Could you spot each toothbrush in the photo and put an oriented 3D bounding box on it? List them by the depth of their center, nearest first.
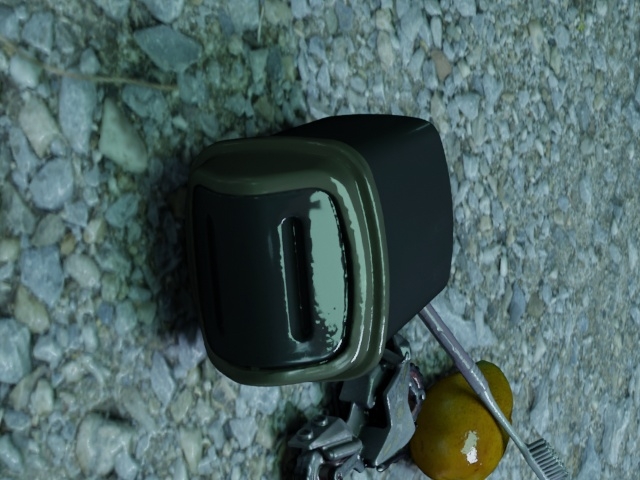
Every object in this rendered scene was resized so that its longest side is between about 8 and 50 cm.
[{"bbox_3d":[0.150,0.121,1.978,0.354,0.029,0.024,53,19,-21],"label":"toothbrush"}]

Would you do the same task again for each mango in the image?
[{"bbox_3d":[0.152,0.196,2.052,0.165,0.089,0.115,-25,105,-60],"label":"mango"}]

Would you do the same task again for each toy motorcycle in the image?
[{"bbox_3d":[0.039,0.161,1.860,0.215,0.080,0.122,-39,125,-47],"label":"toy motorcycle"}]

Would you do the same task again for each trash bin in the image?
[{"bbox_3d":[0.000,0.000,1.683,0.290,0.182,0.209,-30,118,-61],"label":"trash bin"}]
